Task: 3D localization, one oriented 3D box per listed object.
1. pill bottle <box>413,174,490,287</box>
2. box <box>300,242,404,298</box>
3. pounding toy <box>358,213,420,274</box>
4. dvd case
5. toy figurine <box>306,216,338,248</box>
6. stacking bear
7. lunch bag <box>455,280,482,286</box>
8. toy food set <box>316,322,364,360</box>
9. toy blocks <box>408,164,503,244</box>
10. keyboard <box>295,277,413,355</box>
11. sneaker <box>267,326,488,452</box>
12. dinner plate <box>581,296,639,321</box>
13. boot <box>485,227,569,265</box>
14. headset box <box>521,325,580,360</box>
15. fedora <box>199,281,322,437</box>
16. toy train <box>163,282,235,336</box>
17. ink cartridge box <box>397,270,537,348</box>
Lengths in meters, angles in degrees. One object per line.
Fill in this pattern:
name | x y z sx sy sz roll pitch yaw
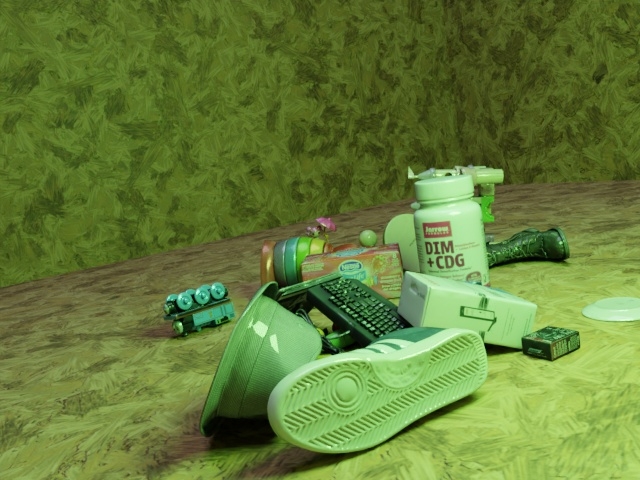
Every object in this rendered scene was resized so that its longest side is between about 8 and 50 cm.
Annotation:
pill bottle | 0.305 -0.006 1.519 0.160 0.283 0.160 -9 8 1
box | 0.086 0.089 1.669 0.256 0.123 0.128 -8 9 8
pounding toy | 0.225 0.033 1.876 0.236 0.183 0.110 -17 -15 -26
dvd case | -0.064 0.144 1.402 0.164 0.018 0.221 -15 -24 -38
toy figurine | 0.000 0.000 2.250 0.173 0.159 0.130 -11 8 -7
stacking bear | -0.013 0.070 1.834 0.288 0.164 0.175 -3 9 10
lunch bag | 0.304 0.122 1.408 0.098 0.065 0.067 -1 -5 15
toy food set | 0.048 0.177 1.288 0.217 0.071 0.128 -11 9 -18
toy blocks | 0.405 -0.095 2.009 0.259 0.289 0.309 -3 12 2
keyboard | 0.069 0.157 1.200 0.201 0.033 0.317 -21 30 -26
sneaker | 0.070 0.207 0.930 0.349 0.131 0.148 -7 -1 -29
dinner plate | 0.579 0.129 1.244 0.141 0.017 0.141 -7 8 1
boot | 0.525 0.036 1.763 0.228 0.091 0.263 -16 5 -10
headset box | 0.385 0.173 1.086 0.083 0.032 0.062 -15 10 -31
fedora | -0.075 0.191 0.974 0.124 0.244 0.275 20 0 1
toy train | -0.300 0.170 1.595 0.184 0.105 0.080 -16 2 -43
ink cartridge box | 0.257 0.123 1.160 0.203 0.086 0.148 10 6 -10
